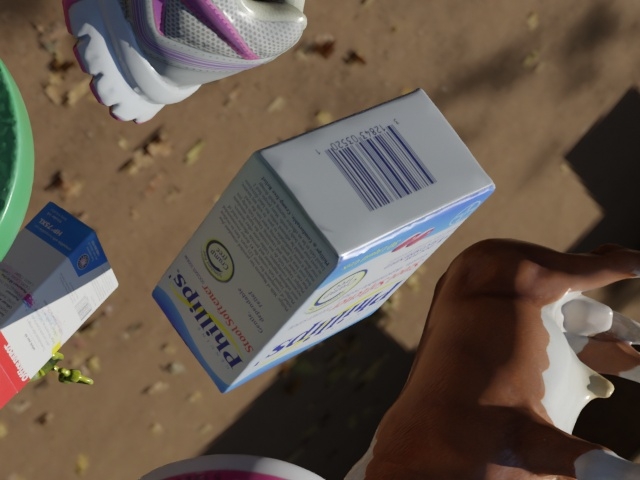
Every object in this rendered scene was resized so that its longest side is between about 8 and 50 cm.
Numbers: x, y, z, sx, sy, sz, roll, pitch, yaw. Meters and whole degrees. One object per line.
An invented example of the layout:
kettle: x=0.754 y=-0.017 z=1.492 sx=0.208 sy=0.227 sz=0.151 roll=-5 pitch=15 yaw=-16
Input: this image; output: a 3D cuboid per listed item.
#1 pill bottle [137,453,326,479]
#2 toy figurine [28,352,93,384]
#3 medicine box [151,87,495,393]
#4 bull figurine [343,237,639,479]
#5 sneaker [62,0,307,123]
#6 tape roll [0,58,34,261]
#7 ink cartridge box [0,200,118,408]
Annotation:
pill bottle: x=-0.058 y=0.280 z=0.841 sx=0.160 sy=0.283 sz=0.160 roll=2 pitch=136 yaw=2
toy figurine: x=-0.542 y=0.215 z=2.129 sx=0.217 sy=0.362 sz=0.191 roll=-61 pitch=149 yaw=-19
medicine box: x=0.000 y=0.000 z=1.611 sx=0.263 sy=0.149 sz=0.289 roll=-25 pitch=163 yaw=-41
bull figurine: x=0.110 y=0.105 z=0.817 sx=0.310 sy=0.188 sz=0.101 roll=-69 pitch=156 yaw=-46
sneaker: x=-0.075 y=-0.168 z=0.616 sx=0.111 sy=0.103 sz=0.252 roll=-12 pitch=134 yaw=14
tape roll: x=-0.419 y=-0.075 z=1.298 sx=0.321 sy=0.321 sz=0.077 roll=-40 pitch=174 yaw=-6
ink cartridge box: x=-0.352 y=0.084 z=1.721 sx=0.231 sy=0.078 sz=0.134 roll=-48 pitch=155 yaw=-21
